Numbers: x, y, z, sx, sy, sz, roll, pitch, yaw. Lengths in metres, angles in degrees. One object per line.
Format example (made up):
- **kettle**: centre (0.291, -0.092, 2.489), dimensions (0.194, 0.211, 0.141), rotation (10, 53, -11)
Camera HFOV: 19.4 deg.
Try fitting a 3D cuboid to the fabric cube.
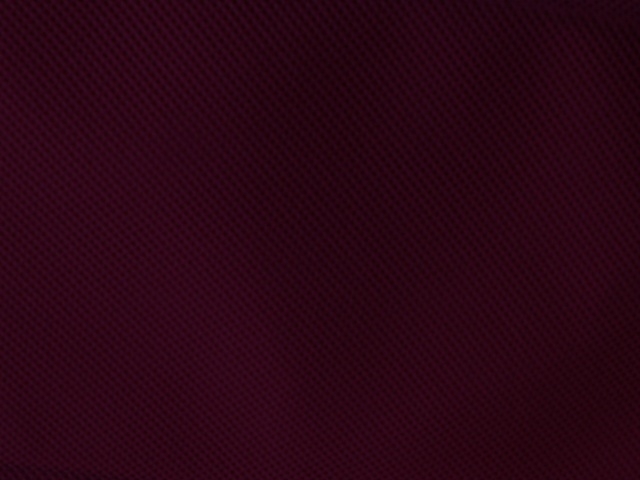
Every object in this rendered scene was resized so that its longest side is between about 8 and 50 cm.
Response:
- **fabric cube**: centre (0.000, 0.000, 0.504), dimensions (0.254, 0.258, 0.259), rotation (-96, 16, -61)
